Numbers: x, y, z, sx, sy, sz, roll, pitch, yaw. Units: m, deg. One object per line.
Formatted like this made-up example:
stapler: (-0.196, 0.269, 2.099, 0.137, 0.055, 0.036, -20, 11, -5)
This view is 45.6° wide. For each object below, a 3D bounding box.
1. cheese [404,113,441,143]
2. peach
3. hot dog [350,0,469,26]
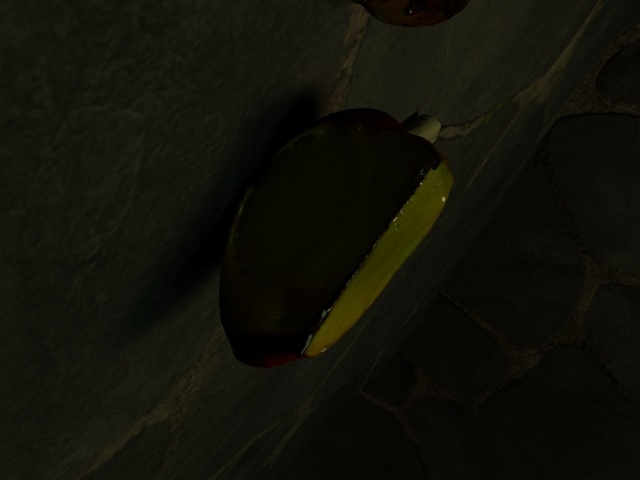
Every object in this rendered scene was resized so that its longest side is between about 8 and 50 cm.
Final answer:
cheese: (0.097, -0.110, 1.011, 0.194, 0.043, 0.065, -40, 160, -42)
peach: (0.004, -0.001, 0.741, 0.267, 0.159, 0.154, -57, 155, 11)
hot dog: (0.072, -0.237, 0.554, 0.162, 0.082, 0.270, -60, 163, 20)
